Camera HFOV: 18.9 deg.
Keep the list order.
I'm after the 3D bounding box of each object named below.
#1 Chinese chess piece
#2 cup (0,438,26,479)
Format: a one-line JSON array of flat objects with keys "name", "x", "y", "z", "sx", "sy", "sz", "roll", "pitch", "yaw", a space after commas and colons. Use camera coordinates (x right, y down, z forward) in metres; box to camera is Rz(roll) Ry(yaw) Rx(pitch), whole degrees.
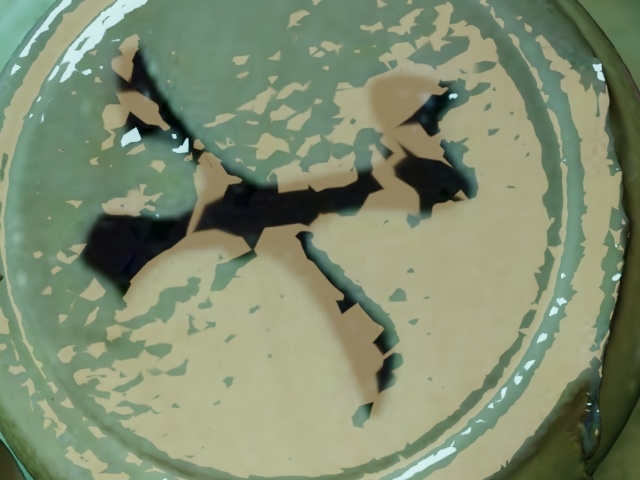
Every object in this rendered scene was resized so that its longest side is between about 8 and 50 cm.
[{"name": "Chinese chess piece", "x": 0.000, "y": 0.000, "z": 0.609, "sx": 0.237, "sy": 0.092, "sz": 0.238, "roll": -2, "pitch": 77, "yaw": 10}, {"name": "cup", "x": -0.142, "y": 0.092, "z": 0.637, "sx": 0.083, "sy": 0.054, "sz": 0.075, "roll": -21, "pitch": 75, "yaw": 9}]
